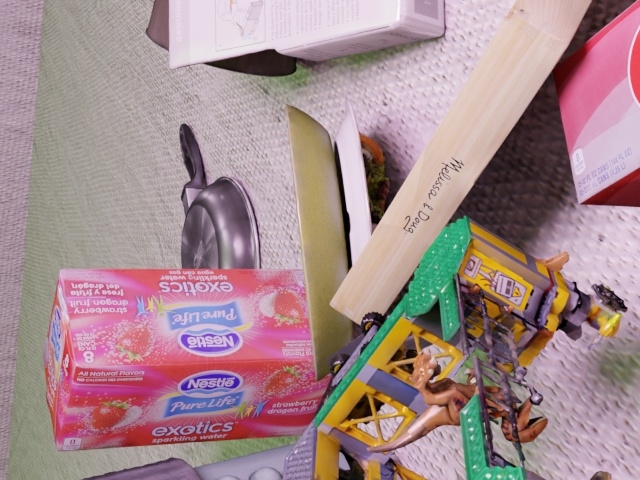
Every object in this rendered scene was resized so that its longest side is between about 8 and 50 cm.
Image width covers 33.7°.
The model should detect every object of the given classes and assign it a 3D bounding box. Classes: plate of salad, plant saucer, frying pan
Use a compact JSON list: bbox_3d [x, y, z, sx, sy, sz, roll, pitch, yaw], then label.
[{"bbox_3d":[0.042,-0.018,0.878,0.200,0.048,0.200,174,90,-88],"label":"plate of salad"},{"bbox_3d":[0.000,0.000,0.914,0.241,0.037,0.241,173,90,-88],"label":"plant saucer"},{"bbox_3d":[-0.136,-0.039,1.294,0.197,0.053,0.326,-43,55,57],"label":"frying pan"}]

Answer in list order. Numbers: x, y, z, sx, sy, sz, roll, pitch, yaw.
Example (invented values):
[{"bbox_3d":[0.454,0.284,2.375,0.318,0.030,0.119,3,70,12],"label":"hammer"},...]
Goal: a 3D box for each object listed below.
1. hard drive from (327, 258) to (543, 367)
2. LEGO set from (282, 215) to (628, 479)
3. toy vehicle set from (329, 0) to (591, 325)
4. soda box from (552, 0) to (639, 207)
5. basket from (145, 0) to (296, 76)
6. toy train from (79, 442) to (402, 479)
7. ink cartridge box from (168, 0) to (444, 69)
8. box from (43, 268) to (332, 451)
[{"bbox_3d":[0.081,0.054,0.719,0.022,0.135,0.094,64,149,11],"label":"hard drive"},{"bbox_3d":[0.100,0.160,0.510,0.255,0.192,0.331,-57,12,15],"label":"LEGO set"},{"bbox_3d":[0.097,-0.075,0.681,0.166,0.035,0.267,-56,-4,-44],"label":"toy vehicle set"},{"bbox_3d":[0.219,-0.098,0.472,0.263,0.092,0.083,139,129,-58],"label":"soda box"},{"bbox_3d":[-0.077,-0.299,1.048,0.204,0.154,0.227,-128,47,-60],"label":"basket"},{"bbox_3d":[-0.075,0.253,0.839,0.142,0.334,0.190,49,127,37],"label":"toy train"},{"bbox_3d":[-0.020,-0.303,0.905,0.261,0.066,0.296,-3,87,40],"label":"ink cartridge box"},{"bbox_3d":[-0.127,0.111,1.018,0.122,0.257,0.128,-112,33,-42],"label":"box"}]
